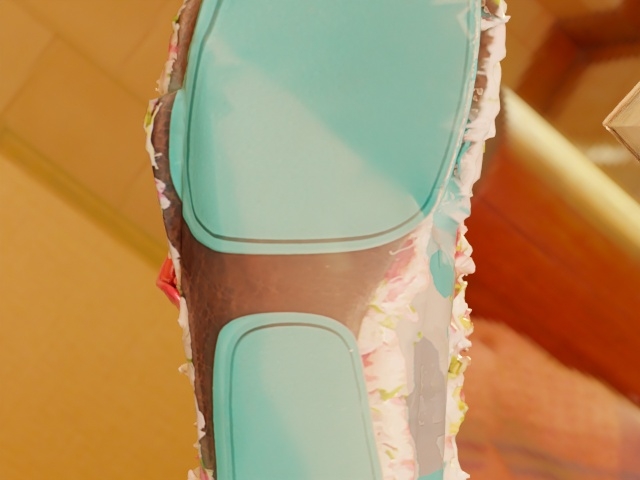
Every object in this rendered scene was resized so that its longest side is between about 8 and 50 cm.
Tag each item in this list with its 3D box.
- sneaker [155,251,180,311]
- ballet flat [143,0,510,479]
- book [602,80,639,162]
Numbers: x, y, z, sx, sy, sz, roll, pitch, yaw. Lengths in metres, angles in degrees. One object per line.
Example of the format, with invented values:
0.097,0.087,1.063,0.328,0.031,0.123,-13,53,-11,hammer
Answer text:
-0.052,0.084,1.172,0.087,0.128,0.221,-36,49,10,sneaker
0.000,0.000,0.481,0.077,0.091,0.241,-80,-4,-72,ballet flat
0.157,-0.015,0.472,0.096,0.144,0.035,-48,13,-7,book
